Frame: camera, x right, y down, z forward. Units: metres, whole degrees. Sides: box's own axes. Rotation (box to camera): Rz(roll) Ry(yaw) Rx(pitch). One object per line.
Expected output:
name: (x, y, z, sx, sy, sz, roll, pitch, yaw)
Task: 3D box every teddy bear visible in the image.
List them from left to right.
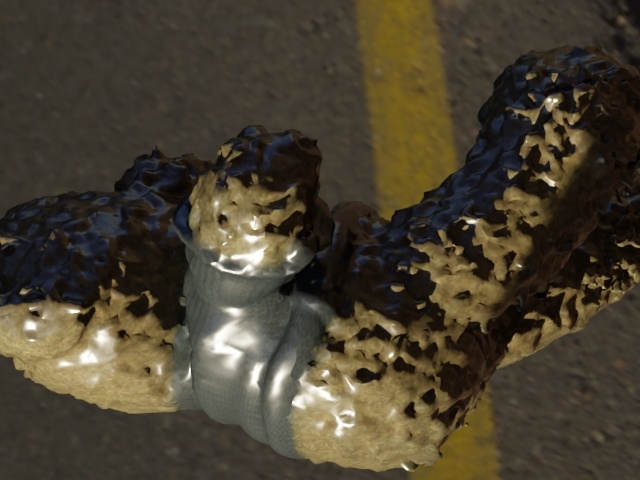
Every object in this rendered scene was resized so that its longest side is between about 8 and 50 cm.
teddy bear: (0.005, 0.017, 0.639, 0.251, 0.182, 0.129, -10, 59, 0)
